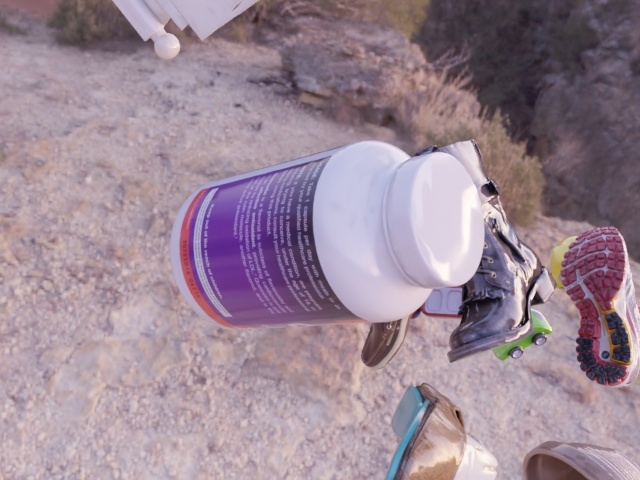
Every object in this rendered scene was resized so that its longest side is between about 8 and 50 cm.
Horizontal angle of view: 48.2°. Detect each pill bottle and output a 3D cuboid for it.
[{"bbox_3d":[0.000,0.000,0.757,0.322,0.182,0.181,-9,9,42],"label":"pill bottle"}]

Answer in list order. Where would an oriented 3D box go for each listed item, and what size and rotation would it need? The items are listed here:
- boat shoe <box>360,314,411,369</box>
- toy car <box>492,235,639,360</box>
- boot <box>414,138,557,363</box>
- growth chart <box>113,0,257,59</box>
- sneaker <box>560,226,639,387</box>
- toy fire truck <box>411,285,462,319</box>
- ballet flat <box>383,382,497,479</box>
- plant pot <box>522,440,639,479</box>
[{"bbox_3d":[0.136,0.149,1.487,0.095,0.258,0.095,20,16,-24],"label":"boat shoe"},{"bbox_3d":[0.351,0.104,1.081,0.053,0.225,0.239,48,15,-34],"label":"toy car"},{"bbox_3d":[0.165,-0.001,0.828,0.263,0.091,0.229,-31,92,-54],"label":"boot"},{"bbox_3d":[-0.059,-0.202,0.378,0.237,0.172,0.021,-17,22,34],"label":"growth chart"},{"bbox_3d":[0.381,0.088,0.959,0.088,0.225,0.092,-12,-27,37],"label":"sneaker"},{"bbox_3d":[0.279,0.067,1.735,0.302,0.254,0.169,-2,-16,36],"label":"toy fire truck"},{"bbox_3d":[0.147,0.255,0.869,0.124,0.116,0.342,26,0,8],"label":"ballet flat"},{"bbox_3d":[0.438,0.401,1.112,0.109,0.237,0.237,-28,46,-21],"label":"plant pot"}]
